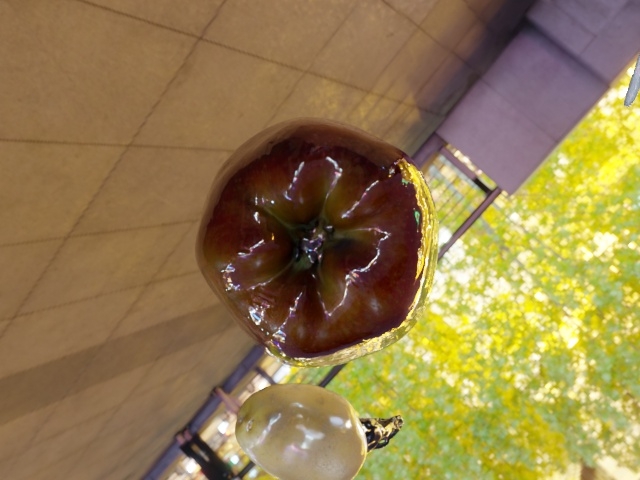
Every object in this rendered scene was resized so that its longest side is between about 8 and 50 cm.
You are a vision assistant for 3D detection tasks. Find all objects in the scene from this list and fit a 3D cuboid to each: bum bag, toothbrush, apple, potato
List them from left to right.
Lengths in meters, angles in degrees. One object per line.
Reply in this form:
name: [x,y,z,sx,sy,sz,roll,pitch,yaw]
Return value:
potato: [-0.012,0.124,0.455,0.062,0.083,0.068,-46,-151,18]
apple: [0.000,0.000,0.805,0.288,0.288,0.317,-47,178,1]
bum bag: [0.019,0.197,0.690,0.087,0.049,0.197,-11,167,20]
toothbrush: [0.229,-0.149,0.481,0.011,0.013,0.132,45,66,-71]
